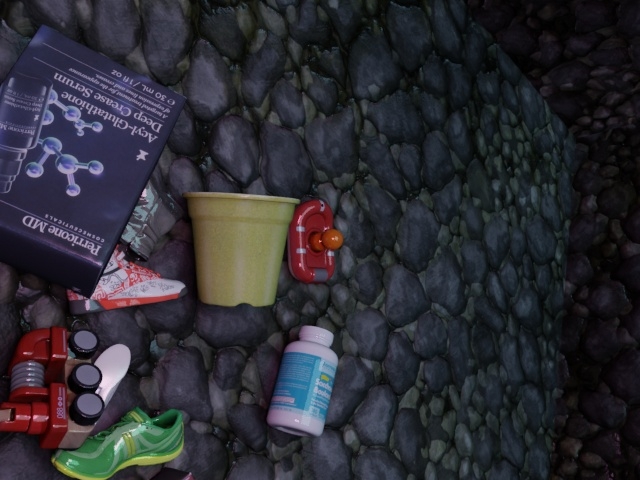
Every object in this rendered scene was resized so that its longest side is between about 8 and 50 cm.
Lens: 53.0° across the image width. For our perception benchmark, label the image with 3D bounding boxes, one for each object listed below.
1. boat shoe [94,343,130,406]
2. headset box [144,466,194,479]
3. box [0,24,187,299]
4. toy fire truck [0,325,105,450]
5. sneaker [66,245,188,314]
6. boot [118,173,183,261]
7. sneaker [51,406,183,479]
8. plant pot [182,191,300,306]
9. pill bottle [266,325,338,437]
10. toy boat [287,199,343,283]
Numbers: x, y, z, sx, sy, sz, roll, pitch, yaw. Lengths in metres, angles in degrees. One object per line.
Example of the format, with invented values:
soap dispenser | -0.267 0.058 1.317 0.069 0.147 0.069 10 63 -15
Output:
boat shoe | -0.445 0.301 1.309 0.066 0.063 0.184 22 66 -14
headset box | -0.328 0.634 1.321 0.218 0.110 0.293 -32 105 -43
box | -0.476 -0.142 1.204 0.294 0.212 0.395 25 62 -15
toy fire truck | -0.542 0.272 1.158 0.247 0.158 0.217 13 39 -34
sneaker | -0.409 0.068 1.373 0.270 0.090 0.144 -7 89 -43
boot | -0.424 -0.080 1.402 0.246 0.084 0.161 51 56 -24
sneaker | -0.401 0.396 1.288 0.296 0.110 0.123 3 102 -53
plant pot | -0.192 0.022 1.507 0.276 0.276 0.253 2 92 -45
pill bottle | -0.039 0.358 1.644 0.146 0.146 0.263 33 60 -36
toy boat | 0.000 0.000 1.755 0.151 0.151 0.230 5 78 -45
